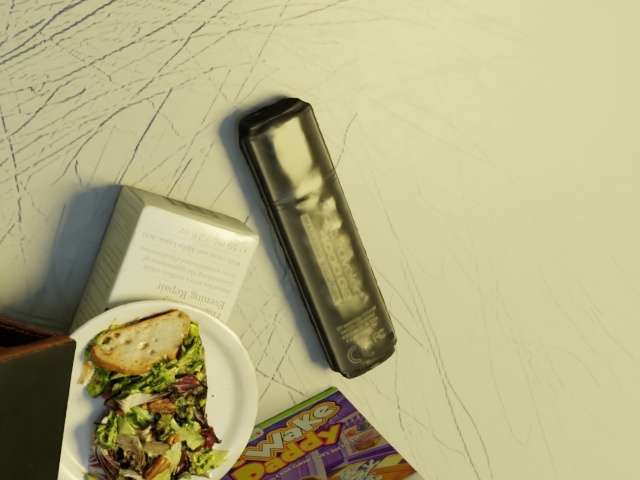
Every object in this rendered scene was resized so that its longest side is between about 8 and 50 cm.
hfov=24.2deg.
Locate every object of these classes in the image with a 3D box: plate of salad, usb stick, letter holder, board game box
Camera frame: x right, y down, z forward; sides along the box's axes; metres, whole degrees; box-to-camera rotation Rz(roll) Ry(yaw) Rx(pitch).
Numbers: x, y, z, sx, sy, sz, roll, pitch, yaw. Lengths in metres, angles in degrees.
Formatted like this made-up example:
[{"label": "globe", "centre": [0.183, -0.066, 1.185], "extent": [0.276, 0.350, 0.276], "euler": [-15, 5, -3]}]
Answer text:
[{"label": "plate of salad", "centre": [-0.146, 0.149, 1.285], "extent": [0.200, 0.048, 0.200], "euler": [-6, 109, -19]}, {"label": "usb stick", "centre": [0.000, 0.000, 1.388], "extent": [0.077, 0.045, 0.278], "euler": [-29, 114, -18]}, {"label": "letter holder", "centre": [-0.344, 0.208, 1.205], "extent": [0.152, 0.214, 0.302], "euler": [-12, 114, -64]}, {"label": "board game box", "centre": [-0.085, 0.280, 1.336], "extent": [0.347, 0.233, 0.078], "euler": [-26, 114, -12]}]

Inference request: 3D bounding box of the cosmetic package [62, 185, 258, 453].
[{"label": "cosmetic package", "centre": [-0.155, 0.078, 1.331], "extent": [0.117, 0.085, 0.231], "euler": [16, 98, -24]}]
